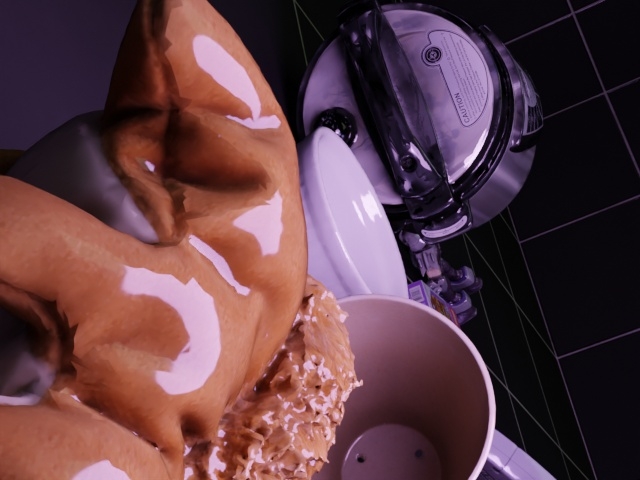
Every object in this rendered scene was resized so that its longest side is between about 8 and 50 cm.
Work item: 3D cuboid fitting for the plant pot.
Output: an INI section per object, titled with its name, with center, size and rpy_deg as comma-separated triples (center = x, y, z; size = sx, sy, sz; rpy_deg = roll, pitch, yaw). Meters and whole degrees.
[plant pot]
center = 0.069, 0.230, 1.158
size = 0.274, 0.256, 0.256
rpy_deg = 70, 6, -62

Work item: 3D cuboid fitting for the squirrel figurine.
[squirrel figurine]
center = -0.118, 0.119, 0.646
size = 0.397, 0.281, 0.370
rpy_deg = 51, 29, -36

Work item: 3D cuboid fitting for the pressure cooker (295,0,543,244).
[pressure cooker]
center = 0.160, -0.194, 1.721
size = 0.370, 0.375, 0.420
rpy_deg = 27, 4, 21

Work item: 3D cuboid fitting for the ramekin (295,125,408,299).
[ramekin]
center = 0.000, 0.000, 1.366
size = 0.277, 0.135, 0.277
rpy_deg = 57, 20, -33

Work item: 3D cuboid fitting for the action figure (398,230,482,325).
[action figure]
center = 0.231, 0.061, 2.075
size = 0.285, 0.099, 0.185
rpy_deg = 47, 33, -41

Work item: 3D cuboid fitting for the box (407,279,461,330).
[box]
center = 0.235, 0.240, 1.910
size = 0.201, 0.057, 0.293
rpy_deg = 38, 33, -57

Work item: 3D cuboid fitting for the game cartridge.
[game cartridge]
center = 0.322, 0.410, 1.639
size = 0.297, 0.198, 0.062
rpy_deg = 44, 63, -5
